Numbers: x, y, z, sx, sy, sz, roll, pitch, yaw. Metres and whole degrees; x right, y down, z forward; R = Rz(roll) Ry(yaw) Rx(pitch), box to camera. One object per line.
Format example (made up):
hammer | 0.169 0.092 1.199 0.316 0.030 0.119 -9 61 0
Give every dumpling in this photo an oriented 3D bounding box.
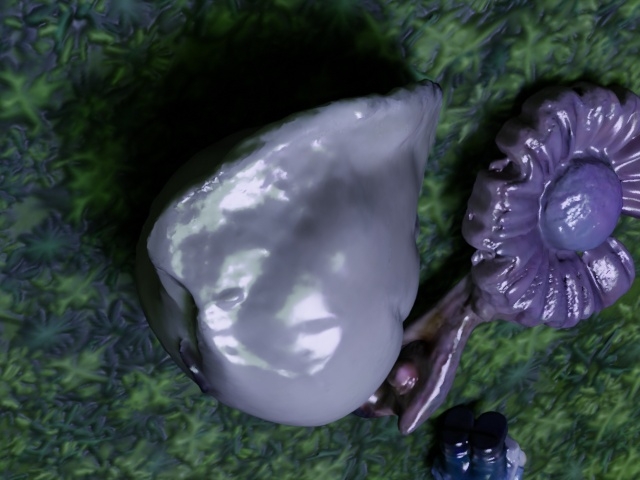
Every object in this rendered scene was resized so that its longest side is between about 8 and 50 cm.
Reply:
dumpling | -0.005 -0.004 1.013 0.175 0.243 0.227 38 84 -8

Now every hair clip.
hair clip | 0.124 0.026 1.158 0.300 0.069 0.173 -49 136 14

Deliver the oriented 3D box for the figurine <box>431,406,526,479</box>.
figurine | 0.123 0.197 1.311 0.086 0.087 0.149 5 134 12
